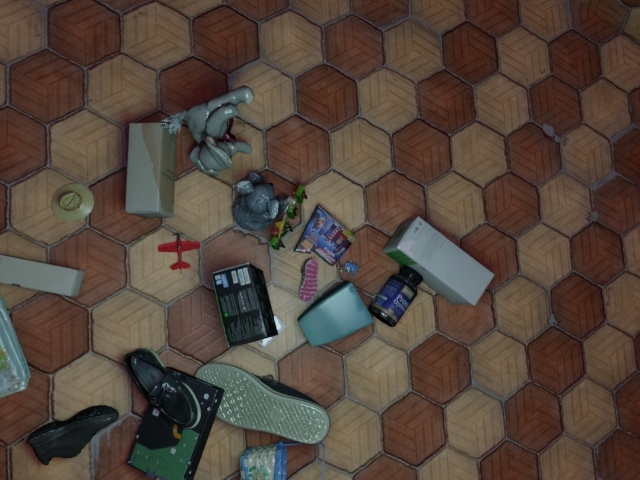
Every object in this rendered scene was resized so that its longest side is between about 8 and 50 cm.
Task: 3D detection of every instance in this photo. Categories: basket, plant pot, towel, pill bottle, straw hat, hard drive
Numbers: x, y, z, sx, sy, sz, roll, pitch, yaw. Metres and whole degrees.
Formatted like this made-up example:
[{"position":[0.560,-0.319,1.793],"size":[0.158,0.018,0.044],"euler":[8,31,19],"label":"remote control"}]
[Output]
[{"position":[-0.126,0.816,1.714],"size":[0.289,0.201,0.254],"euler":[-2,83,-2],"label":"basket"},{"position":[0.041,0.276,1.835],"size":[0.234,0.166,0.165],"euler":[-29,90,-5],"label":"plant pot"},{"position":[-1.154,0.360,1.619],"size":[0.321,0.090,0.374],"euler":[-21,88,-13],"label":"towel"},{"position":[0.289,0.207,1.904],"size":[0.123,0.123,0.219],"euler":[38,78,-5],"label":"pill bottle"},{"position":[-0.866,-0.136,1.744],"size":[0.145,0.061,0.144],"euler":[1,83,-10],"label":"straw hat"},{"position":[-0.482,0.622,1.684],"size":[0.237,0.064,0.338],"euler":[14,79,22],"label":"hard drive"}]

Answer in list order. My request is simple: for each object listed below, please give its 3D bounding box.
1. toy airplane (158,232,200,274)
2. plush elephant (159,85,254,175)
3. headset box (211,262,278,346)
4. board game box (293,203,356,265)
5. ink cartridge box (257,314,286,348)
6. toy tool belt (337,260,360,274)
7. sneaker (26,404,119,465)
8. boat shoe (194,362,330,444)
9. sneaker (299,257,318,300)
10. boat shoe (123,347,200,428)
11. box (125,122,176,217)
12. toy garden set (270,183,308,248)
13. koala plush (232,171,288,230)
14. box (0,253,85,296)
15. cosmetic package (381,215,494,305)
[{"position":[-0.508,0.046,1.812],"size":[0.151,0.028,0.151],"euler":[1,83,-12],"label":"toy airplane"},{"position":[-0.357,-0.364,1.774],"size":[0.330,0.272,0.255],"euler":[-31,110,-24],"label":"plush elephant"},{"position":[-0.247,0.221,1.712],"size":[0.131,0.283,0.246],"euler":[-15,81,1],"label":"headset box"},{"position":[0.000,0.000,1.902],"size":[0.194,0.060,0.194],"euler":[42,79,-4],"label":"board game box"},{"position":[-0.187,0.332,1.844],"size":[0.115,0.029,0.063],"euler":[-43,93,-11],"label":"ink cartridge box"},{"position":[0.108,0.102,1.916],"size":[0.083,0.051,0.052],"euler":[14,81,-9],"label":"toy tool belt"},{"position":[-0.800,0.640,1.663],"size":[0.287,0.109,0.130],"euler":[-20,98,-6],"label":"sneaker"},{"position":[-0.204,0.566,1.757],"size":[0.501,0.156,0.186],"euler":[18,83,7],"label":"boat shoe"},{"position":[-0.044,0.141,1.879],"size":[0.063,0.075,0.170],"euler":[6,106,-11],"label":"sneaker"},{"position":[-0.527,0.479,1.644],"size":[0.127,0.113,0.340],"euler":[-45,66,3],"label":"boat shoe"},{"position":[-0.588,-0.240,1.757],"size":[0.121,0.148,0.310],"euler":[0,85,5],"label":"box"},{"position":[-0.106,-0.086,1.813],"size":[0.049,0.204,0.244],"euler":[25,80,6],"label":"toy garden set"},{"position":[-0.217,-0.136,1.791],"size":[0.196,0.221,0.203],"euler":[40,78,-5],"label":"koala plush"},{"position":[-0.948,0.115,1.676],"size":[0.275,0.113,0.094],"euler":[13,82,-8],"label":"box"},{"position":[0.442,0.082,1.913],"size":[0.366,0.197,0.155],"euler":[37,78,-4],"label":"cosmetic package"}]
